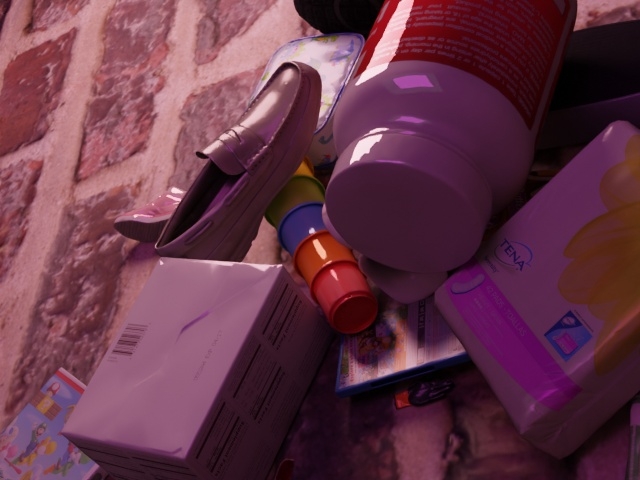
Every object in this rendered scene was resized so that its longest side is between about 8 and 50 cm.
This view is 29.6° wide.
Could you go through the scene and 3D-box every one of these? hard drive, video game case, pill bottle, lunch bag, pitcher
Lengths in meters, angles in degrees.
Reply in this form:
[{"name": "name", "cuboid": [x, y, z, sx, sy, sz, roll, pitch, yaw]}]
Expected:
[{"name": "hard drive", "cuboid": [0.334, -0.200, 1.536, 0.255, 0.054, 0.172, -9, 48, 30]}, {"name": "video game case", "cuboid": [-0.383, 0.315, 1.586, 0.285, 0.025, 0.204, -49, 42, -15]}, {"name": "pill bottle", "cuboid": [0.149, -0.168, 1.396, 0.229, 0.229, 0.407, -5, 44, 32]}, {"name": "video game case", "cuboid": [0.098, 0.118, 1.420, 0.166, 0.015, 0.119, -19, 34, 20]}, {"name": "lunch bag", "cuboid": [-0.012, -0.197, 1.754, 0.176, 0.090, 0.219, -2, 51, 35]}, {"name": "pitcher", "cuboid": [0.065, -0.044, 1.488, 0.125, 0.178, 0.207, -38, 38, 27]}]

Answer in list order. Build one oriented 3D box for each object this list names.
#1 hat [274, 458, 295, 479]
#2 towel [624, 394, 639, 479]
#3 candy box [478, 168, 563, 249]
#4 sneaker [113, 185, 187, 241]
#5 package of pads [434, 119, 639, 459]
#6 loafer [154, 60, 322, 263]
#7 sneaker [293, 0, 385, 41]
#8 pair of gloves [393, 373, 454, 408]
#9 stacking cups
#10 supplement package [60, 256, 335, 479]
[{"name": "hat", "cuboid": [-0.097, 0.331, 1.242, 0.173, 0.183, 0.208, 13, 61, 43]}, {"name": "towel", "cuboid": [0.384, 0.269, 1.072, 0.248, 0.038, 0.324, -10, 47, 28]}, {"name": "candy box", "cuboid": [0.253, -0.028, 1.435, 0.187, 0.053, 0.109, -1, 52, 33]}, {"name": "sneaker", "cuboid": [-0.239, -0.041, 1.801, 0.134, 0.051, 0.070, -6, 48, 27]}, {"name": "package of pads", "cuboid": [0.278, 0.042, 1.249, 0.296, 0.101, 0.229, -44, 39, 12]}, {"name": "loafer", "cuboid": [-0.103, -0.097, 1.568, 0.112, 0.111, 0.319, 21, 82, 51]}, {"name": "sneaker", "cuboid": [0.101, -0.376, 1.796, 0.286, 0.109, 0.130, -6, 47, -2]}, {"name": "pair of gloves", "cuboid": [0.116, 0.153, 1.393, 0.074, 0.010, 0.083, -20, 44, 19]}, {"name": "stacking cups", "cuboid": [0.000, 0.000, 1.560, 0.096, 0.096, 0.316, -35, 41, 3]}, {"name": "supplement package", "cuboid": [-0.143, 0.169, 1.458, 0.204, 0.145, 0.261, 3, 54, 37]}]
